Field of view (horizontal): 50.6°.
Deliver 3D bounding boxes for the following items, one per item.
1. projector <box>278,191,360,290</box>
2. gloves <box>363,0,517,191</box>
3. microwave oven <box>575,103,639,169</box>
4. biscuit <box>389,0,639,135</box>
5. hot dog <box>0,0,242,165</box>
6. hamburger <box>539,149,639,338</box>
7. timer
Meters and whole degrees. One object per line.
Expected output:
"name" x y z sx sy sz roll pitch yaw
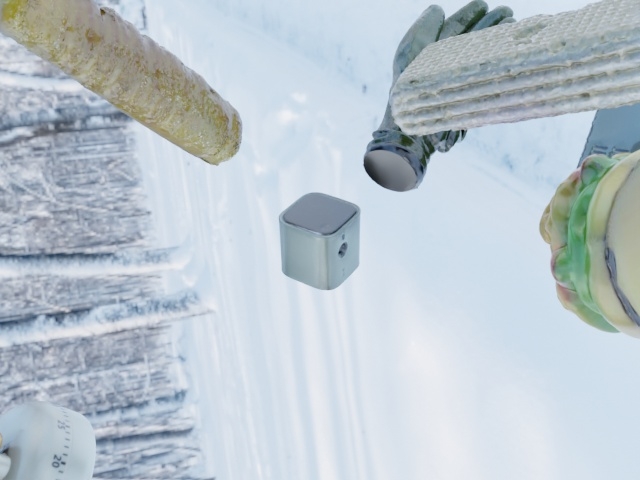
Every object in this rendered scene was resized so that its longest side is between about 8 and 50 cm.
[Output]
"projector" 0.000 0.000 0.831 0.083 0.083 0.082 20 131 27
"gloves" 0.133 -0.176 0.783 0.135 0.268 0.107 42 163 -23
"microwave oven" 0.581 -0.095 0.977 0.286 0.355 0.218 21 93 50
"biscuit" 0.178 -0.149 0.568 0.239 0.108 0.061 -2 127 38
"hot dog" -0.171 -0.158 0.648 0.289 0.068 0.083 32 -135 -53
"hamburger" 0.349 0.001 0.765 0.149 0.237 0.237 -179 82 -68
"timer" -0.411 0.362 0.990 0.233 0.240 0.233 -31 41 31
